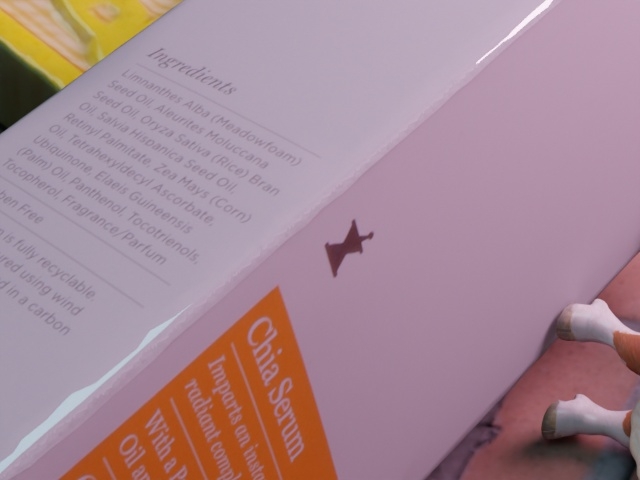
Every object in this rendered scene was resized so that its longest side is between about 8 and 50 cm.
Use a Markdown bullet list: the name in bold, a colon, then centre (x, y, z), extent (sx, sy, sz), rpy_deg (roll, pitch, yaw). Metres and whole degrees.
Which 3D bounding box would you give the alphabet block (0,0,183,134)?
- **alphabet block**: centre (-0.113, -0.092, 0.820), extent (0.193, 0.197, 0.192), rpy_deg (35, 56, 13)

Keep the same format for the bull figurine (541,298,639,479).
- **bull figurine**: centre (0.227, 0.065, 0.678), extent (0.188, 0.101, 0.310), rpy_deg (25, 56, 41)

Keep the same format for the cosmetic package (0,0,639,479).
- **cosmetic package**: centre (0.000, 0.000, 0.658), extent (0.161, 0.230, 0.453), rpy_deg (29, 59, 35)
